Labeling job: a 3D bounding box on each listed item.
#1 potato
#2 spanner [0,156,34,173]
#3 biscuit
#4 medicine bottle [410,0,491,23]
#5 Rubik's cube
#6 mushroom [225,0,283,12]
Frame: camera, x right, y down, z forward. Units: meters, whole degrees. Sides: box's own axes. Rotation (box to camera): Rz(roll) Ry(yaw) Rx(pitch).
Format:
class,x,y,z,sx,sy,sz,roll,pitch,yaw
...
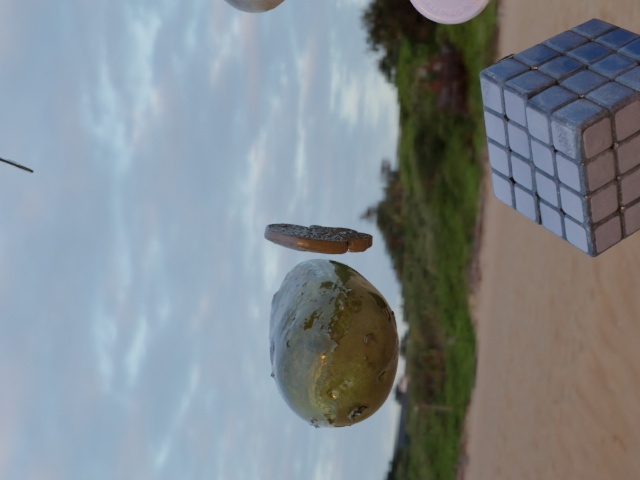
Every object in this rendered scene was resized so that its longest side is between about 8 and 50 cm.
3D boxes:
class,x,y,z,sx,sy,sz,roll,pitch,yaw
potato,0.017,0.176,1.960,0.359,0.219,0.270,-116,32,-69
spanner,-0.733,-0.189,2.411,0.302,0.071,0.017,23,-90,-63
biscuit,0.000,0.000,1.565,0.175,0.124,0.026,0,-77,-45
medicine bottle,0.240,-0.465,1.844,0.254,0.152,0.152,-57,-28,-56
Rubik's cube,0.580,-0.228,2.376,0.337,0.344,0.344,42,154,49
mushroom,-0.134,-0.598,2.368,0.178,0.226,0.226,-5,-79,-58
